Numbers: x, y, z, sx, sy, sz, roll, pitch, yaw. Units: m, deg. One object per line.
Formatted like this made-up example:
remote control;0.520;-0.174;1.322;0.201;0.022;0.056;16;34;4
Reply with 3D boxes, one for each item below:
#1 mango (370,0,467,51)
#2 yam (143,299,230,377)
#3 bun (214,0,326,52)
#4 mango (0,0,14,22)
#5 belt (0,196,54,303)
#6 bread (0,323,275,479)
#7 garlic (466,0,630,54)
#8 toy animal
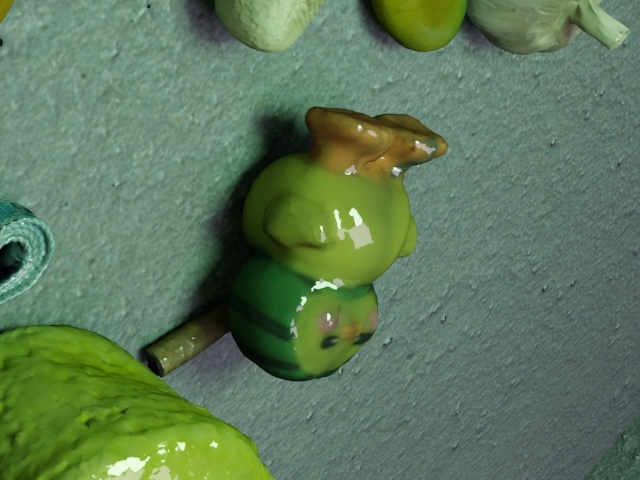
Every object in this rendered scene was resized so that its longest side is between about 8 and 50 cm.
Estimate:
mango;0.112;-0.306;1.298;0.122;0.085;0.191;-44;136;-2
yam;-0.087;0.080;1.382;0.327;0.045;0.045;-30;106;-37
bun;-0.037;-0.284;1.100;0.188;0.111;0.164;-56;170;-1
mango;-0.279;-0.233;0.847;0.102;0.085;0.184;-35;145;-30
belt;-0.364;0.092;1.008;0.302;0.072;0.087;-53;144;-7
bread;-0.247;0.263;1.084;0.348;0.308;0.348;-28;139;-28
garlic;0.310;-0.317;1.404;0.218;0.212;0.218;-22;141;-19
toy animal;-0.002;0.000;1.287;0.216;0.191;0.338;3;110;-49
